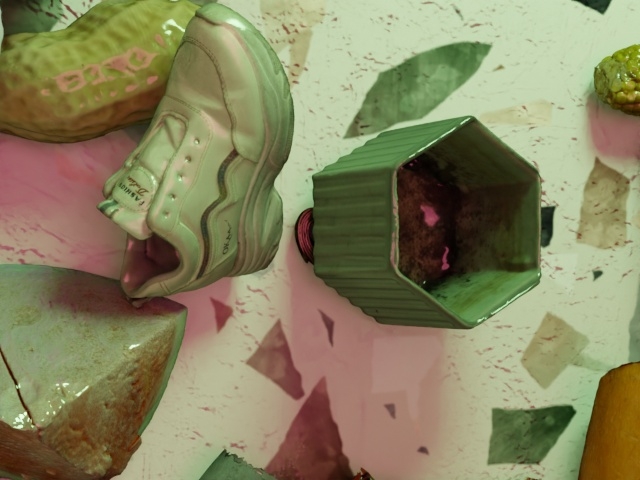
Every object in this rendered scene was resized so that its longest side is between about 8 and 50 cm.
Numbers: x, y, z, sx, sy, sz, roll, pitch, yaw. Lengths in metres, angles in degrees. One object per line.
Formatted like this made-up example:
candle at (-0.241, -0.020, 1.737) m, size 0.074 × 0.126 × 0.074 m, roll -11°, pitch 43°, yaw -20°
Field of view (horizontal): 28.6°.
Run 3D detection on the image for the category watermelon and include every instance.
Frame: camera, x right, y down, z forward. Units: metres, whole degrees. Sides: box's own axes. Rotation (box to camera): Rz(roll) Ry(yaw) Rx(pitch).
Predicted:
watermelon at (-0.341, 0.177, 1.358) m, size 0.292 × 0.319 × 0.222 m, roll 15°, pitch 120°, yaw 10°

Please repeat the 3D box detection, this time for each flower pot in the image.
flower pot at (0.121, -0.018, 1.458) m, size 0.209 × 0.189 × 0.239 m, roll 1°, pitch 89°, yaw -31°

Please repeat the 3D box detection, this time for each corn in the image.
corn at (0.510, -0.212, 1.625) m, size 0.322 × 0.119 × 0.119 m, roll -5°, pitch 90°, yaw -15°

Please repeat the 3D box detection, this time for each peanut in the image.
peanut at (-0.254, -0.192, 1.414) m, size 0.325 × 0.140 × 0.153 m, roll -11°, pitch 81°, yaw -12°

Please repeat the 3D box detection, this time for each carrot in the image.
carrot at (0.413, 0.313, 1.546) m, size 0.193 × 0.214 × 0.331 m, roll 7°, pitch 86°, yaw 3°

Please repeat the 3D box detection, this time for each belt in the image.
belt at (0.000, 0.000, 1.526) m, size 0.059 × 0.036 × 0.083 m, roll -30°, pitch 96°, yaw -7°

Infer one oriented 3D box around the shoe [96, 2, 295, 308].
shoe at (-0.143, -0.076, 1.344) m, size 0.210 × 0.132 × 0.342 m, roll -28°, pitch 136°, yaw -36°

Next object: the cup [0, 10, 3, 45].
cup at (-0.418, -0.199, 1.282) m, size 0.221 × 0.202 × 0.167 m, roll 20°, pitch 72°, yaw -46°

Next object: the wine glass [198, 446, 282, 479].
wine glass at (-0.126, 0.366, 1.436) m, size 0.126 × 0.126 × 0.241 m, roll 30°, pitch 83°, yaw -12°

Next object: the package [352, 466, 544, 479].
package at (0.145, 0.386, 1.519) m, size 0.288 × 0.108 × 0.223 m, roll 11°, pitch 80°, yaw -21°
